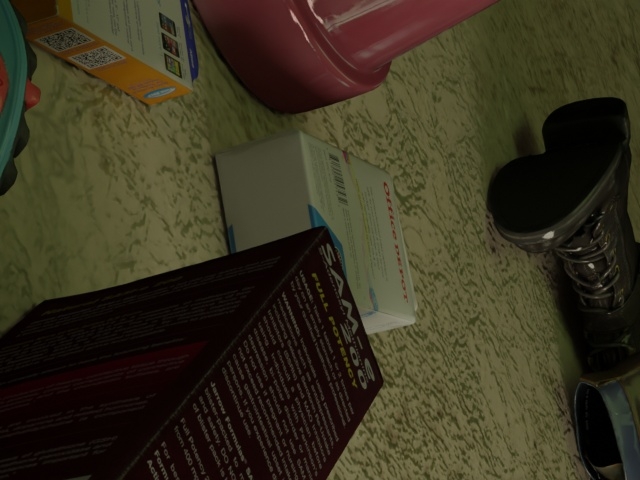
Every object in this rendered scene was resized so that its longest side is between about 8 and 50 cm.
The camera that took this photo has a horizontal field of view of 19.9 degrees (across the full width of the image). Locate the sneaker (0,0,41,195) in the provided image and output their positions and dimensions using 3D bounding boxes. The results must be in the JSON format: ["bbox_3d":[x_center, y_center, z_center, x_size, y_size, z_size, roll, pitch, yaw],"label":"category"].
[{"bbox_3d":[-0.171,-0.092,0.569,0.125,0.104,0.262,18,53,-45],"label":"sneaker"}]

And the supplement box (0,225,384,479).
[{"bbox_3d":[-0.075,0.079,0.603,0.073,0.130,0.239,69,23,-14],"label":"supplement box"}]

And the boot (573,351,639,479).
[{"bbox_3d":[0.241,0.193,1.419,0.106,0.082,0.219,-5,96,-35],"label":"boot"}]

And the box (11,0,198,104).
[{"bbox_3d":[-0.097,-0.114,0.823,0.136,0.028,0.081,29,49,-64],"label":"box"}]

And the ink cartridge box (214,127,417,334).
[{"bbox_3d":[0.000,0.000,0.949,0.122,0.052,0.088,19,59,-63],"label":"ink cartridge box"}]

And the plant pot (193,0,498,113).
[{"bbox_3d":[0.035,-0.187,0.991,0.201,0.180,0.201,48,34,-49],"label":"plant pot"}]

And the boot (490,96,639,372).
[{"bbox_3d":[0.221,0.026,1.438,0.263,0.091,0.229,-47,127,-57],"label":"boot"}]
